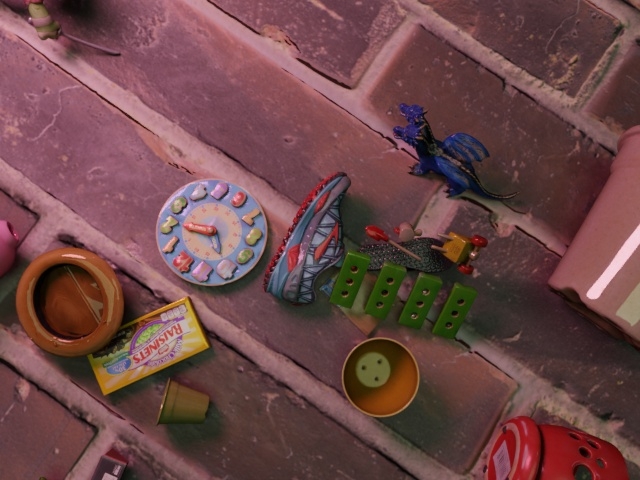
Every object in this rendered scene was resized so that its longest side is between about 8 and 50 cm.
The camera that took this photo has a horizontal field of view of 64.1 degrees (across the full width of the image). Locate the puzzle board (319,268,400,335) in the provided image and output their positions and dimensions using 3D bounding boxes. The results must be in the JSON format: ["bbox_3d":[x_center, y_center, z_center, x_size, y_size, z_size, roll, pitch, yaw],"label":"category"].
[{"bbox_3d":[0.075,0.102,0.977,0.128,0.011,0.096,44,85,2],"label":"puzzle board"}]

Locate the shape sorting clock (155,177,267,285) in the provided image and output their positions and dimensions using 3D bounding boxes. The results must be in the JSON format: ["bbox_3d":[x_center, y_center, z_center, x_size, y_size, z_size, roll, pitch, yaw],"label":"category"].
[{"bbox_3d":[-0.203,-0.017,0.959,0.207,0.040,0.206,0,84,-3],"label":"shape sorting clock"}]

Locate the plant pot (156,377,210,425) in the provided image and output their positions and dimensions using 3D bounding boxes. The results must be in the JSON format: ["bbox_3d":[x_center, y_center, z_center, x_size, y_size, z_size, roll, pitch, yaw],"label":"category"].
[{"bbox_3d":[-0.242,0.294,0.911,0.079,0.083,0.083,17,83,-13],"label":"plant pot"}]

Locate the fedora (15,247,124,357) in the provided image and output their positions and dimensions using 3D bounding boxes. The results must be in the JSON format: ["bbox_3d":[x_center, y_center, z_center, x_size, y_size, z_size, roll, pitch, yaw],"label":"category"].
[{"bbox_3d":[-0.436,0.108,0.914,0.195,0.079,0.194,0,88,-5],"label":"fedora"}]

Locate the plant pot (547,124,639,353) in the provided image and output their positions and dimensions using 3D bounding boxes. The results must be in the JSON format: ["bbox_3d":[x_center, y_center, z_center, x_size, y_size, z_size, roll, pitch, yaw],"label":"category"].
[{"bbox_3d":[0.577,0.023,0.880,0.334,0.334,0.305,38,94,1],"label":"plant pot"}]

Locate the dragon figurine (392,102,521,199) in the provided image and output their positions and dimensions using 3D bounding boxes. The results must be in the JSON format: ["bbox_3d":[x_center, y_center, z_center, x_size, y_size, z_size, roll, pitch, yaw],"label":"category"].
[{"bbox_3d":[0.249,-0.142,0.944,0.289,0.144,0.085,32,84,1],"label":"dragon figurine"}]

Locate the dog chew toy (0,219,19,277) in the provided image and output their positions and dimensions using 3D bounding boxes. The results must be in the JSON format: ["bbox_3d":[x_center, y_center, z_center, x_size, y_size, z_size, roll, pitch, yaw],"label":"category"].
[{"bbox_3d":[-0.680,0.056,0.853,0.332,0.206,0.206,-27,86,-13],"label":"dog chew toy"}]

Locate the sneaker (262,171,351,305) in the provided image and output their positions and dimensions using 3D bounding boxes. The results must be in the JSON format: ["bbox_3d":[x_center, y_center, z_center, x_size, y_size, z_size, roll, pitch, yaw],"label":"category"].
[{"bbox_3d":[0.000,0.000,0.951,0.125,0.104,0.261,29,91,-10],"label":"sneaker"}]

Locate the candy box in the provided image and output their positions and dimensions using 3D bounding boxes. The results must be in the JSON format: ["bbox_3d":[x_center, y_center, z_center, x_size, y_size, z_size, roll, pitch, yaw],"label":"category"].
[{"bbox_3d":[-0.317,0.192,0.938,0.206,0.027,0.105,-25,88,-5],"label":"candy box"}]

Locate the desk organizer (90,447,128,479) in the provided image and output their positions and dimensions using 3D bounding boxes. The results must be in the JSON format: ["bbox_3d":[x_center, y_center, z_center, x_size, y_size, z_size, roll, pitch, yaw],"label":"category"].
[{"bbox_3d":[-0.381,0.439,0.897,0.047,0.050,0.130,22,83,-1],"label":"desk organizer"}]

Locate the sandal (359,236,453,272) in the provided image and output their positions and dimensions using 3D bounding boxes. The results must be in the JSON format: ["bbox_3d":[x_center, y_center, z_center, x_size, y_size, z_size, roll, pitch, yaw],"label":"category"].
[{"bbox_3d":[0.162,0.029,0.977,0.179,0.040,0.067,-1,81,4],"label":"sandal"}]

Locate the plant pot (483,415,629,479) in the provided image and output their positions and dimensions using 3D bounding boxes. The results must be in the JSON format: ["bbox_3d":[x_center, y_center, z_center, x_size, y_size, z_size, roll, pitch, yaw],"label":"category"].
[{"bbox_3d":[0.391,0.405,0.874,0.174,0.191,0.191,23,83,3],"label":"plant pot"}]

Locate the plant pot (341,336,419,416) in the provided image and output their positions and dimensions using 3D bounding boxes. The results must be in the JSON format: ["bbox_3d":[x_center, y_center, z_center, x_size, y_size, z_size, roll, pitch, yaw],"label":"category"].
[{"bbox_3d":[0.101,0.238,0.921,0.134,0.095,0.134,0,84,-2],"label":"plant pot"}]

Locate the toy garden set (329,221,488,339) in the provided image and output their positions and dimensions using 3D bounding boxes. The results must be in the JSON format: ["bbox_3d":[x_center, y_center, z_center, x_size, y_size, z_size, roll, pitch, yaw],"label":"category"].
[{"bbox_3d":[0.164,0.053,0.926,0.245,0.049,0.203,18,114,-4],"label":"toy garden set"}]

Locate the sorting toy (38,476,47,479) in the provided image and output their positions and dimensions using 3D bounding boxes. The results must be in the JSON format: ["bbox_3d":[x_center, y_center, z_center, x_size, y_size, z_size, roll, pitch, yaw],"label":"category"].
[{"bbox_3d":[-0.472,0.447,0.888,0.042,0.061,0.101,10,121,-30],"label":"sorting toy"}]

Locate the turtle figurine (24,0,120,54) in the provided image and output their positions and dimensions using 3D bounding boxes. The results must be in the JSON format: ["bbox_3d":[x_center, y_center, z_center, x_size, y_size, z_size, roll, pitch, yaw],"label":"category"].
[{"bbox_3d":[-0.510,-0.474,0.961,0.267,0.275,0.197,15,106,18],"label":"turtle figurine"}]
